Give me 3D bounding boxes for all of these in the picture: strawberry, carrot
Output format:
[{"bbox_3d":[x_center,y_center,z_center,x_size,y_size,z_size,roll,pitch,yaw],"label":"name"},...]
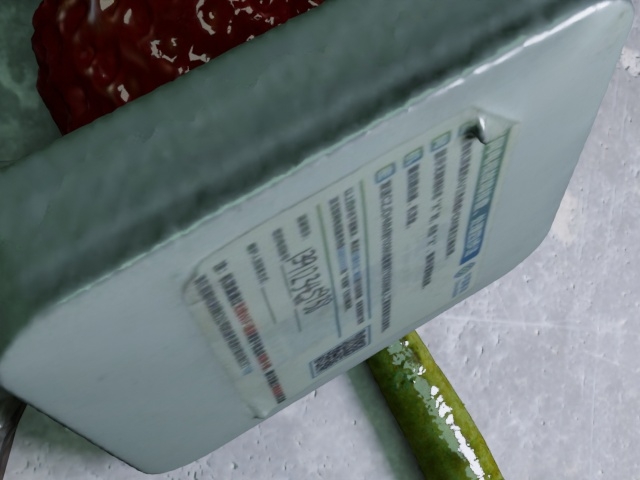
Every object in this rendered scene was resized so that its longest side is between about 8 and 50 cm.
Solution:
[{"bbox_3d":[-0.084,-0.177,0.694,0.291,0.292,0.310,-25,75,-19],"label":"strawberry"},{"bbox_3d":[0.113,0.186,0.847,0.074,0.074,0.359,-27,93,-19],"label":"carrot"}]

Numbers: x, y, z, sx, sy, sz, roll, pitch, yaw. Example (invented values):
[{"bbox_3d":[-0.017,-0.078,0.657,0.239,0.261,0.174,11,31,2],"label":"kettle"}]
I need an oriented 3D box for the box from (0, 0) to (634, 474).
[{"bbox_3d":[0.000,0.000,0.626,0.396,0.396,0.111,-29,69,-9],"label":"box"}]

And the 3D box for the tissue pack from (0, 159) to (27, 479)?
[{"bbox_3d":[-0.295,0.109,0.559,0.195,0.375,0.390,9,84,19],"label":"tissue pack"}]
